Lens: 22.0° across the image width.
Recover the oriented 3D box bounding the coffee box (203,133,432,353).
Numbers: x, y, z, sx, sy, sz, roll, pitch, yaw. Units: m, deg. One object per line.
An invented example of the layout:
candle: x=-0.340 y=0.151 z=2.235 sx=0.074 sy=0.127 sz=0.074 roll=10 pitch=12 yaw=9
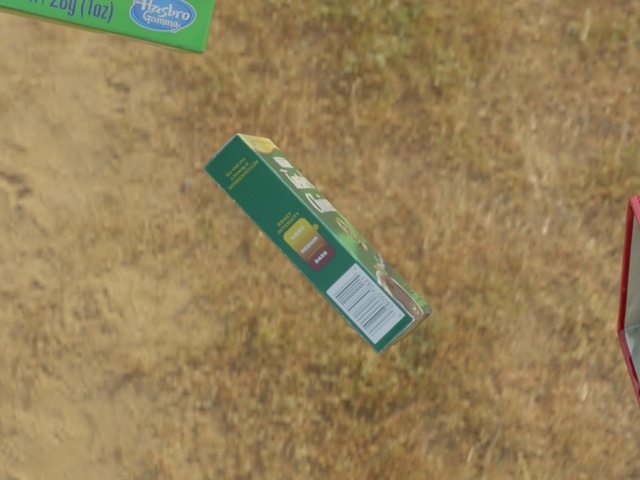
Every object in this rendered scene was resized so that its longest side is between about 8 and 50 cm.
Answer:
coffee box: x=0.000 y=0.000 z=1.192 sx=0.040 sy=0.113 sz=0.184 roll=-45 pitch=83 yaw=8

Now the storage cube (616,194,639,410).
storage cube: x=0.364 y=0.075 z=1.363 sx=0.193 sy=0.215 sz=0.184 roll=-7 pitch=48 yaw=-1

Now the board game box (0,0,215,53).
board game box: x=-0.158 y=-0.292 z=0.993 sx=0.242 sy=0.064 sz=0.317 roll=10 pitch=93 yaw=-20
